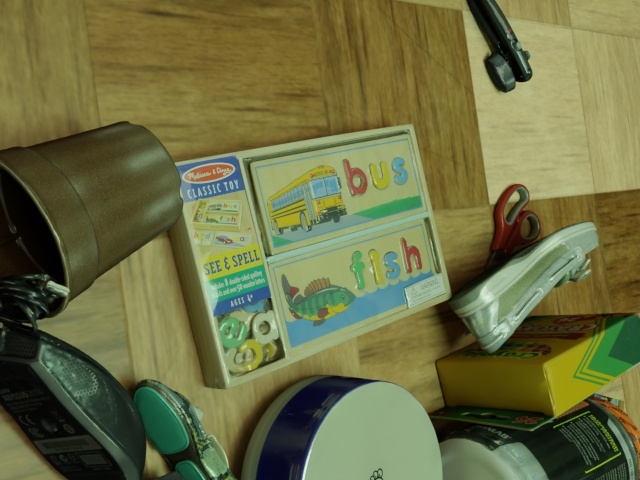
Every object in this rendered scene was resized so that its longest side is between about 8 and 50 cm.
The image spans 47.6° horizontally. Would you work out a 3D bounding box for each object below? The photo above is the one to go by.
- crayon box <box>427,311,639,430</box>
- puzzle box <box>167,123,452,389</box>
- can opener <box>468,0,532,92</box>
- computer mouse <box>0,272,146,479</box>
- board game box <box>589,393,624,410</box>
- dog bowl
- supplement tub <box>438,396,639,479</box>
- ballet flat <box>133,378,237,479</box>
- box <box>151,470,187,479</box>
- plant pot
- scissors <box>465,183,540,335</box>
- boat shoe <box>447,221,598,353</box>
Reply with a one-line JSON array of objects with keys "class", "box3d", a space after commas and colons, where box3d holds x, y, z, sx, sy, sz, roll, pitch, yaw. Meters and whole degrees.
[{"class": "crayon box", "box3d": [0.325, 0.188, 1.099, 0.318, 0.202, 0.081, -16, 94, -39]}, {"class": "puzzle box", "box3d": [0.000, 0.000, 0.963, 0.409, 0.052, 0.272, -17, 94, -38]}, {"class": "can opener", "box3d": [0.308, -0.350, 1.244, 0.073, 0.059, 0.186, -37, 107, -35]}, {"class": "computer mouse", "box3d": [-0.248, 0.135, 0.697, 0.272, 0.188, 0.072, 63, 35, -24]}, {"class": "board game box", "box3d": [0.484, 0.360, 1.302, 0.141, 0.048, 0.170, 19, 73, -36]}, {"class": "dog bowl", "box3d": [0.034, 0.303, 0.901, 0.265, 0.104, 0.265, 7, 80, -44]}, {"class": "supplement tub", "box3d": [0.327, 0.347, 1.075, 0.338, 0.207, 0.207, -5, 88, -40]}, {"class": "ballet flat", "box3d": [-0.148, 0.227, 0.820, 0.070, 0.070, 0.188, -33, 106, -36]}, {"class": "box", "box3d": [-0.199, 0.344, 0.675, 0.247, 0.163, 0.142, -12, 106, -38]}, {"class": "plant pot", "box3d": [-0.237, -0.036, 0.719, 0.165, 0.167, 0.167, -35, 106, -43]}, {"class": "scissors", "box3d": [0.289, 0.022, 1.211, 0.297, 0.021, 0.109, -47, 115, -31]}, {"class": "boat shoe", "box3d": [0.336, 0.063, 1.142, 0.320, 0.118, 0.103, -26, 84, -35]}]
